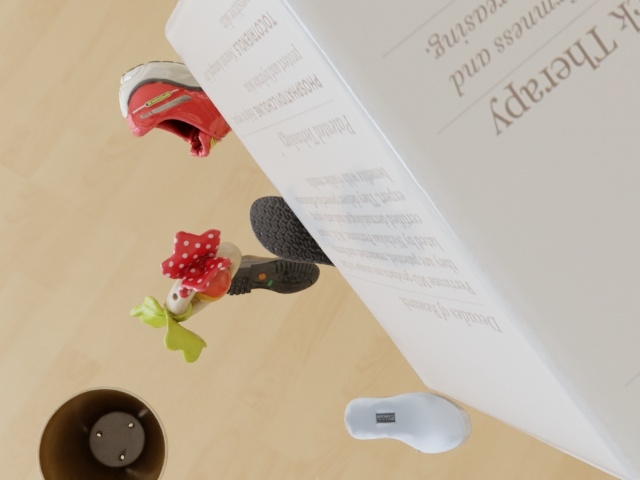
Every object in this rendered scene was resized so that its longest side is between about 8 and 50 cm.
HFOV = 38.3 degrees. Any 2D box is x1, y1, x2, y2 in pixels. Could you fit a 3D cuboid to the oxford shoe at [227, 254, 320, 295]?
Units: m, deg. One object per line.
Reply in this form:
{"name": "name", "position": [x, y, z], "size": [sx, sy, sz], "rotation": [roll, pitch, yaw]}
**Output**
{"name": "oxford shoe", "position": [-0.112, 0.060, 1.935], "size": [0.227, 0.096, 0.083], "rotation": [2, 112, -21]}

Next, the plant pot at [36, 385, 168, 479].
{"name": "plant pot", "position": [-0.412, 0.399, 1.808], "size": [0.237, 0.254, 0.237], "rotation": [1, 84, -6]}

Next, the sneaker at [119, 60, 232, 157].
{"name": "sneaker", "position": [-0.157, -0.175, 1.306], "size": [0.279, 0.107, 0.118], "rotation": [-1, 83, -36]}

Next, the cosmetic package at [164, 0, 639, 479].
{"name": "cosmetic package", "position": [0.146, -0.112, 0.666], "size": [0.329, 0.327, 0.394], "rotation": [-40, 101, -11]}

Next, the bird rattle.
{"name": "bird rattle", "position": [-0.214, 0.067, 1.582], "size": [0.143, 0.207, 0.254], "rotation": [33, 122, 15]}

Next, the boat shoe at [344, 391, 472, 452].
{"name": "boat shoe", "position": [0.183, 0.346, 1.759], "size": [0.105, 0.306, 0.113], "rotation": [6, 75, -40]}

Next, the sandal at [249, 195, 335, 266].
{"name": "sandal", "position": [0.000, 0.000, 1.066], "size": [0.179, 0.040, 0.067], "rotation": [20, 91, -8]}
